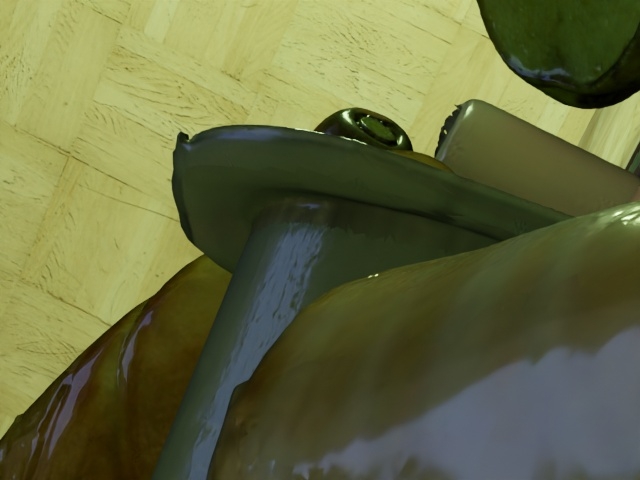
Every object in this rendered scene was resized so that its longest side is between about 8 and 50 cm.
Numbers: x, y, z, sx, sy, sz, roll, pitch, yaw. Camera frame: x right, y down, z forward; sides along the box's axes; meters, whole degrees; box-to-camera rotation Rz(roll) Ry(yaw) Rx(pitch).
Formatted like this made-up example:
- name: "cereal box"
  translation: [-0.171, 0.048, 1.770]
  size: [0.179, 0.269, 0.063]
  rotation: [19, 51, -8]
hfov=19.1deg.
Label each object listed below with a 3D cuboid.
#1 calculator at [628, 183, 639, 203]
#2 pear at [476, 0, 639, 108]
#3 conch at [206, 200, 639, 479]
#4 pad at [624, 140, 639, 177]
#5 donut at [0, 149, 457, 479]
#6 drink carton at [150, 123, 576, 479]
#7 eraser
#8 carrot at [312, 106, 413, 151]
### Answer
- name: "calculator"
  translation: [0.125, 0.054, 0.882]
  size: [0.330, 0.048, 0.220]
  rotation: [-54, -11, -54]
- name: "pear"
  translation: [0.216, -0.196, 1.260]
  size: [0.164, 0.238, 0.255]
  rotation: [-15, -56, -25]
- name: "conch"
  translation: [0.044, 0.047, 0.371]
  size: [0.158, 0.127, 0.255]
  rotation: [-58, -3, -37]
- name: "pad"
  translation: [0.267, -0.098, 1.493]
  size: [0.300, 0.005, 0.202]
  rotation: [-64, -4, 7]
- name: "donut"
  translation: [-0.042, 0.114, 0.957]
  size: [0.360, 0.170, 0.360]
  rotation: [-42, -7, -6]
- name: "drink carton"
  translation: [0.014, 0.090, 0.573]
  size: [0.185, 0.191, 0.190]
  rotation: [107, -176, -80]
- name: "eraser"
  translation: [0.094, 0.070, 1.326]
  size: [0.331, 0.150, 0.331]
  rotation: [26, -90, -89]
- name: "carrot"
  translation: [0.000, 0.000, 1.325]
  size: [0.193, 0.087, 0.087]
  rotation: [-65, -4, 25]
